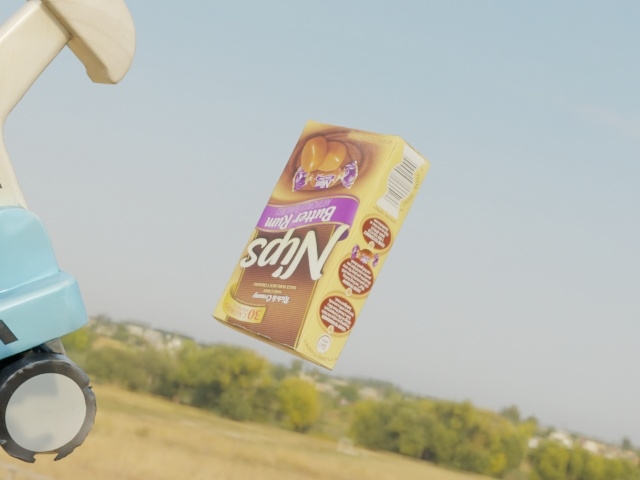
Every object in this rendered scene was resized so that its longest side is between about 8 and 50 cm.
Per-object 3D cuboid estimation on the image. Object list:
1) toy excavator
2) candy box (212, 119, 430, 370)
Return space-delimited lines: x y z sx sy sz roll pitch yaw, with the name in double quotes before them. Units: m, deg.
"toy excavator" -0.349 -0.010 1.146 0.433 0.445 0.222 -22 19 -24
"candy box" 0.000 0.000 0.925 0.109 0.186 0.053 16 -12 46
